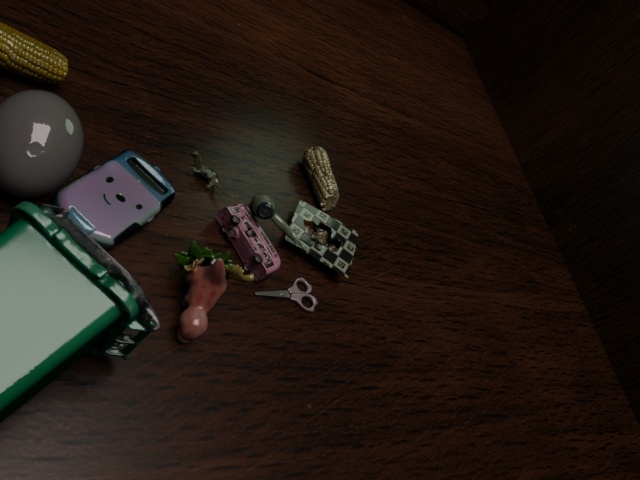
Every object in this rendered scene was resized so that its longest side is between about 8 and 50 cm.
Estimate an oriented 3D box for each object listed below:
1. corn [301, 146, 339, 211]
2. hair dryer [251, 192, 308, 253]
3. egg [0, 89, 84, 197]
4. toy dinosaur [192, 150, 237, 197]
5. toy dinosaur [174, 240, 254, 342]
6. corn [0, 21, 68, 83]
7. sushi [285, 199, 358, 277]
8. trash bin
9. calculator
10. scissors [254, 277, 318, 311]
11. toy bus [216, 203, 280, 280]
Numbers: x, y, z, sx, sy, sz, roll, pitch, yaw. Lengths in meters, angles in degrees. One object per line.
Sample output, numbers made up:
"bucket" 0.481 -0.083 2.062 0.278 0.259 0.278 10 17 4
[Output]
"corn" 0.006 -0.196 1.704 0.087 0.087 0.210 2 58 -42
"hair dryer" -0.114 -0.062 1.484 0.199 0.067 0.167 44 8 -32
"egg" -0.570 -0.189 1.095 0.176 0.176 0.231 18 59 -32
"toy dinosaur" -0.292 -0.167 1.443 0.058 0.037 0.180 -28 80 -45
"toy dinosaur" -0.259 0.101 1.177 0.152 0.194 0.177 37 19 -28
"corn" -0.718 -0.431 1.210 0.305 0.106 0.106 20 48 -37
"sushi" 0.000 0.000 1.578 0.210 0.040 0.192 30 44 -12
"trash bin" -0.486 0.163 0.853 0.295 0.259 0.381 45 46 -6
"calculator" -0.450 -0.097 1.230 0.173 0.051 0.293 43 40 -6
"scissors" -0.089 0.138 1.411 0.189 0.015 0.100 5 56 -38
"toy bus" -0.181 0.002 1.394 0.090 0.063 0.203 -24 80 -53
